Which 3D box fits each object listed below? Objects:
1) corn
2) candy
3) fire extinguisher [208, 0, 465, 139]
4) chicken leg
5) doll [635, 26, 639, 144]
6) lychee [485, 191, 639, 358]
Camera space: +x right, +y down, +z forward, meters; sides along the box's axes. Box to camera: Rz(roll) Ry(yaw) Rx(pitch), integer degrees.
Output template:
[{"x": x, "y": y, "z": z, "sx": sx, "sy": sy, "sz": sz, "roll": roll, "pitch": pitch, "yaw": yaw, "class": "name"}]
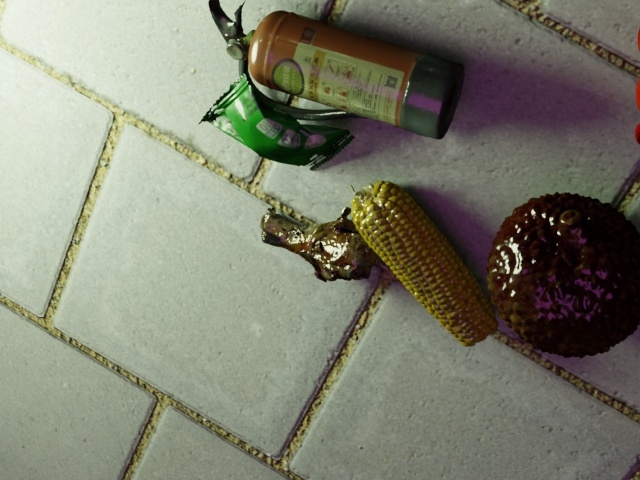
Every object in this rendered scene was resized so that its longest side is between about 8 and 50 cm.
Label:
[{"x": 0.155, "y": 0.029, "z": 2.090, "sx": 0.101, "sy": 0.101, "sz": 0.310, "roll": -36, "pitch": 98, "yaw": 36, "class": "corn"}, {"x": -0.066, "y": -0.160, "z": 2.050, "sx": 0.203, "sy": 0.078, "sz": 0.141, "roll": 24, "pitch": 165, "yaw": -22, "class": "candy"}, {"x": 0.008, "y": -0.225, "z": 1.998, "sx": 0.376, "sy": 0.113, "sz": 0.200, "roll": 20, "pitch": 125, "yaw": 13, "class": "fire extinguisher"}, {"x": 0.002, "y": 0.008, "z": 2.170, "sx": 0.196, "sy": 0.080, "sz": 0.125, "roll": 1, "pitch": 109, "yaw": 33, "class": "chicken leg"}, {"x": 0.493, "y": -0.257, "z": 1.728, "sx": 0.183, "sy": 0.160, "sz": 0.363, "roll": 26, "pitch": 127, "yaw": 0, "class": "doll"}, {"x": 0.350, "y": 0.057, "z": 1.943, "sx": 0.236, "sy": 0.236, "sz": 0.271, "roll": 7, "pitch": 145, "yaw": 21, "class": "lychee"}]
